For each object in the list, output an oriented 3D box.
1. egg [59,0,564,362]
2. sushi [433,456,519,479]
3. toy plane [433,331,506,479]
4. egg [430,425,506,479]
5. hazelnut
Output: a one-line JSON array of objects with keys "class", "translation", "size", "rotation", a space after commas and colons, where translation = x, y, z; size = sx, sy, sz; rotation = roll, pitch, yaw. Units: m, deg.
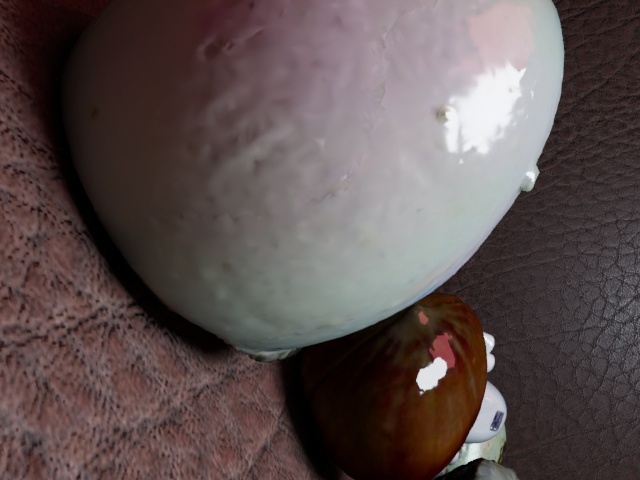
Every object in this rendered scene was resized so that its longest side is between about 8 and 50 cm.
[{"class": "egg", "translation": [0.027, -0.116, 0.615], "size": [0.354, 0.340, 0.354], "rotation": [48, 24, -30]}, {"class": "sushi", "translation": [0.210, 0.453, 0.916], "size": [0.234, 0.208, 0.348], "rotation": [22, 42, -57]}, {"class": "toy plane", "translation": [0.152, 0.216, 1.050], "size": [0.244, 0.245, 0.117], "rotation": [67, -16, -10]}, {"class": "egg", "translation": [0.206, 0.319, 1.168], "size": [0.231, 0.169, 0.169], "rotation": [-80, 149, -44]}, {"class": "hazelnut", "translation": [0.082, 0.153, 0.817], "size": [0.229, 0.230, 0.229], "rotation": [-21, 90, -78]}]
